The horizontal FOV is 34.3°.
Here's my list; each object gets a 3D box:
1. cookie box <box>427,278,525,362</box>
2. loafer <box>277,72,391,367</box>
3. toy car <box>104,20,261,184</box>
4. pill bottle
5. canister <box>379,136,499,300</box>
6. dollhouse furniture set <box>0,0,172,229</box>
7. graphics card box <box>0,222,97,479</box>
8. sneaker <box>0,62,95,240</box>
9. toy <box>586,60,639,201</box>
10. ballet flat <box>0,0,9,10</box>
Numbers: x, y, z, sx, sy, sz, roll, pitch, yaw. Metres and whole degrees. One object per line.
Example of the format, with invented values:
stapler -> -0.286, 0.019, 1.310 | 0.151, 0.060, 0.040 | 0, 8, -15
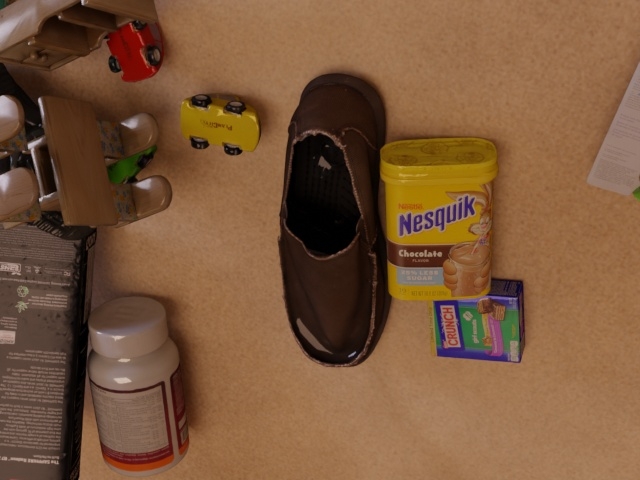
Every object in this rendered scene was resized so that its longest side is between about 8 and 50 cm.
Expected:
cookie box -> 0.182, 0.092, 1.212 | 0.107, 0.040, 0.092 | 3, 118, 20
loafer -> 0.000, 0.000, 1.179 | 0.134, 0.130, 0.366 | 5, 118, 18
toy car -> -0.201, -0.144, 1.225 | 0.239, 0.053, 0.225 | 42, 123, -3
pill bottle -> -0.244, 0.193, 1.377 | 0.121, 0.121, 0.221 | 6, 118, 17
canister -> 0.131, -0.021, 1.144 | 0.126, 0.073, 0.170 | -2, 119, 3
dollhouse furniture set -> -0.249, -0.139, 1.094 | 0.161, 0.212, 0.242 | -18, 81, 29
graphics card box -> -0.419, 0.143, 1.332 | 0.233, 0.094, 0.371 | 5, 100, -2
sneaker -> -0.358, -0.123, 1.251 | 0.109, 0.130, 0.286 | -35, 89, -6
toy -> 0.368, -0.138, 1.014 | 0.137, 0.056, 0.237 | 19, 126, 6
ballet flat -> -0.397, -0.355, 1.175 | 0.077, 0.091, 0.241 | 32, 122, 29
